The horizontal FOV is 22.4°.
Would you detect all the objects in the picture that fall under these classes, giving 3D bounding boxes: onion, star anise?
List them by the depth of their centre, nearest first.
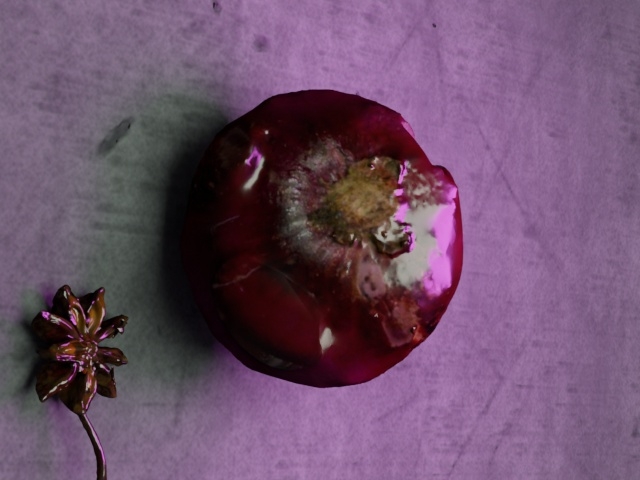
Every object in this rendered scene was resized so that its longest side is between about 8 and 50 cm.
[{"bbox_3d":[-0.306,0.167,2.011,0.177,0.073,0.234,38,47,-48],"label":"star anise"},{"bbox_3d":[0.000,0.000,2.207,0.420,0.398,0.398,109,-19,-88],"label":"onion"}]
